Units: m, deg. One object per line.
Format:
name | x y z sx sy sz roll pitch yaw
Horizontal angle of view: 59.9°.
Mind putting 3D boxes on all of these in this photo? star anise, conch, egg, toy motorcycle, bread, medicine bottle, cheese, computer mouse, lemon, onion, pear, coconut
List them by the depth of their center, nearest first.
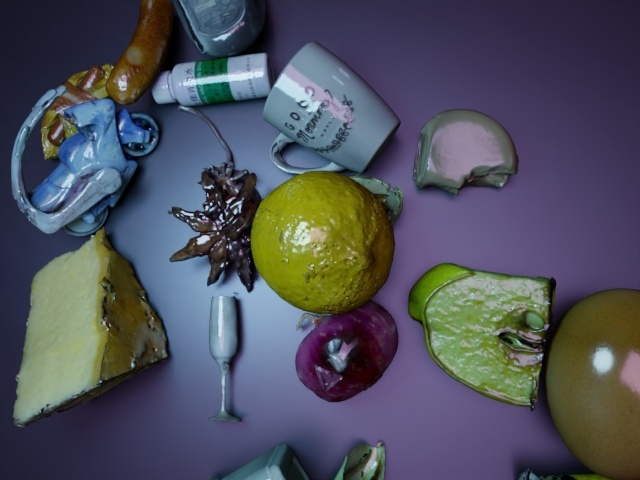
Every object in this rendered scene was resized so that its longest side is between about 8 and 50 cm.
egg | 0.513 0.243 0.947 0.250 0.250 0.322 9 90 9
lemon | 0.000 0.000 1.023 0.258 0.310 0.258 -10 116 -21
conch | 0.049 0.507 1.026 0.143 0.137 0.251 16 90 -20
pear | 0.289 0.167 1.039 0.255 0.164 0.238 7 94 14
onion | 0.051 0.209 1.054 0.207 0.200 0.201 -14 81 0
bread | -0.488 0.167 1.092 0.248 0.279 0.315 -30 92 10
cheese | 0.294 -0.173 1.112 0.202 0.091 0.175 12 86 9
star anise | -0.178 -0.011 1.116 0.272 0.102 0.272 -2 100 -9
coconut | 0.093 -0.072 1.138 0.158 0.055 0.133 30 112 21
toy motorcycle | -0.489 -0.162 1.145 0.182 0.241 0.319 30 86 17
medicine bottle | -0.233 -0.344 1.204 0.260 0.095 0.095 -5 82 9
computer mouse | -0.233 -0.548 1.221 0.203 0.114 0.374 -20 72 8
star anise | -0.232 -0.174 1.221 0.148 0.218 0.227 -43 33 30

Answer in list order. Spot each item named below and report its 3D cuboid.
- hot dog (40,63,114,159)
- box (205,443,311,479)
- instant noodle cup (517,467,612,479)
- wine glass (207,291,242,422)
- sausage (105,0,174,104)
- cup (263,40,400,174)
hot dog | -0.549 -0.294 1.240 0.123 0.093 0.261 26 87 10
box | -0.111 0.476 0.981 0.182 0.312 0.175 -34 80 -6
instant noodle cup | 0.488 0.493 0.957 0.236 0.215 0.216 -8 82 -2
wine glass | -0.197 0.235 1.140 0.074 0.074 0.262 -3 81 7
sausage | -0.372 -0.416 1.187 0.103 0.076 0.302 -14 54 31
cup | 0.010 -0.225 1.132 0.234 0.186 0.258 38 118 3
